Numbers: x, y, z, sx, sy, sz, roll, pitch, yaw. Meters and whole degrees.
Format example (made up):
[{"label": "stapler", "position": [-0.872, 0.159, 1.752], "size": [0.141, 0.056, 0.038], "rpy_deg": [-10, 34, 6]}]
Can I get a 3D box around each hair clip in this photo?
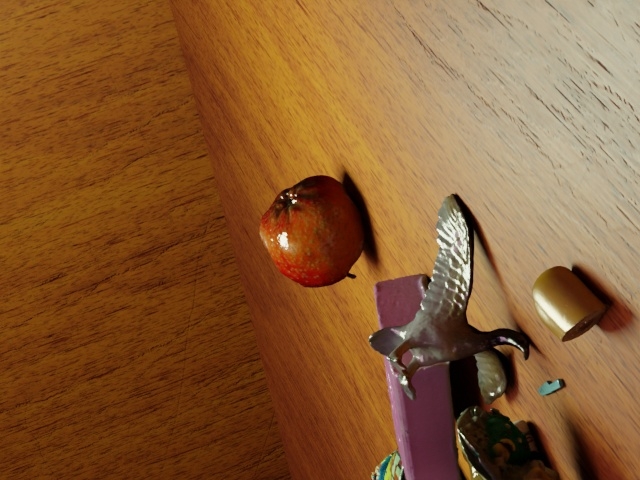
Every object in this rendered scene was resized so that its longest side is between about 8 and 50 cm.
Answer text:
[{"label": "hair clip", "position": [0.256, 0.319, 1.587], "size": [0.321, 0.091, 0.138], "rpy_deg": [63, -164, -5]}]

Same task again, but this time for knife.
[{"label": "knife", "position": [0.248, 0.158, 1.591], "size": [0.091, 0.005, 0.014], "rpy_deg": [111, 137, -76]}]

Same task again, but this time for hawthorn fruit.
[{"label": "hawthorn fruit", "position": [0.000, 0.000, 2.232], "size": [0.194, 0.157, 0.157], "rpy_deg": [55, -179, -37]}]

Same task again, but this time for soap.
[{"label": "soap", "position": [0.131, 0.196, 1.976], "size": [0.181, 0.081, 0.259], "rpy_deg": [-102, 0, -47]}]

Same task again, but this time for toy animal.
[{"label": "toy animal", "position": [0.156, 0.122, 1.672], "size": [0.272, 0.160, 0.197], "rpy_deg": [68, 170, -28]}]

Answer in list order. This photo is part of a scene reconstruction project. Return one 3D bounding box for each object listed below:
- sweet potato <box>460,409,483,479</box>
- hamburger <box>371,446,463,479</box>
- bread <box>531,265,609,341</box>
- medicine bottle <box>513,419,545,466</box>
[{"label": "sweet potato", "position": [0.222, 0.332, 1.882], "size": [0.075, 0.075, 0.269], "rpy_deg": [81, 180, -46]}, {"label": "hamburger", "position": [0.172, 0.431, 2.202], "size": [0.276, 0.150, 0.260], "rpy_deg": [-99, 17, -44]}, {"label": "bread", "position": [0.234, 0.069, 1.373], "size": [0.103, 0.049, 0.062], "rpy_deg": [-124, 17, -59]}, {"label": "medicine bottle", "position": [0.247, 0.322, 1.701], "size": [0.092, 0.061, 0.221], "rpy_deg": [-7, -107, -66]}]
